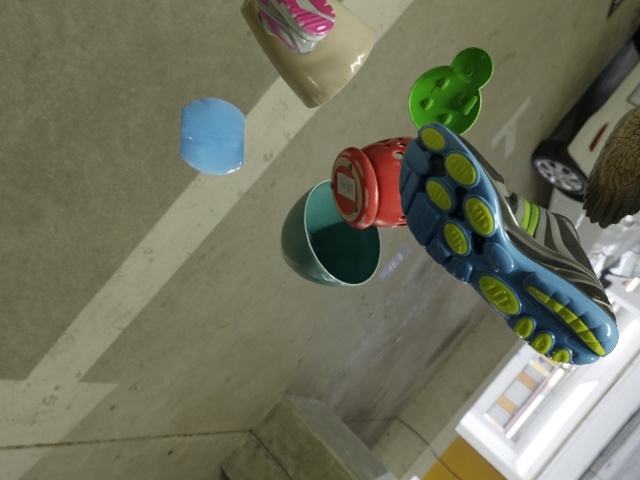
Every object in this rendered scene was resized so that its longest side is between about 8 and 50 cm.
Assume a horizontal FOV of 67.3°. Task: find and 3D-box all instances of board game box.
[{"bbox_3d":[-0.232,-0.218,1.027,0.133,0.168,0.033,3,171,-23],"label":"board game box"}]

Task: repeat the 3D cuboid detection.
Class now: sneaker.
[{"bbox_3d":[0.126,-0.001,0.330,0.067,0.188,0.078,-45,175,40],"label":"sneaker"},{"bbox_3d":[-0.081,-0.437,0.867,0.103,0.252,0.111,-28,171,-27],"label":"sneaker"}]

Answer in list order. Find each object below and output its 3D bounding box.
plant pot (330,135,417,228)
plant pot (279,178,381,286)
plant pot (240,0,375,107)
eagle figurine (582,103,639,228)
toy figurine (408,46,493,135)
[{"bbox_3d":[0.126,-0.114,1.011,0.174,0.191,0.191,-13,139,-22],"label":"plant pot"},{"bbox_3d":[0.000,0.000,1.328,0.195,0.290,0.290,-20,178,43],"label":"plant pot"},{"bbox_3d":[-0.052,-0.513,1.177,0.274,0.256,0.256,35,95,-28],"label":"plant pot"},{"bbox_3d":[0.470,-0.175,0.615,0.298,0.226,0.225,-25,-168,-4],"label":"eagle figurine"},{"bbox_3d":[0.261,-0.290,0.917,0.173,0.130,0.159,-53,176,32],"label":"toy figurine"}]
